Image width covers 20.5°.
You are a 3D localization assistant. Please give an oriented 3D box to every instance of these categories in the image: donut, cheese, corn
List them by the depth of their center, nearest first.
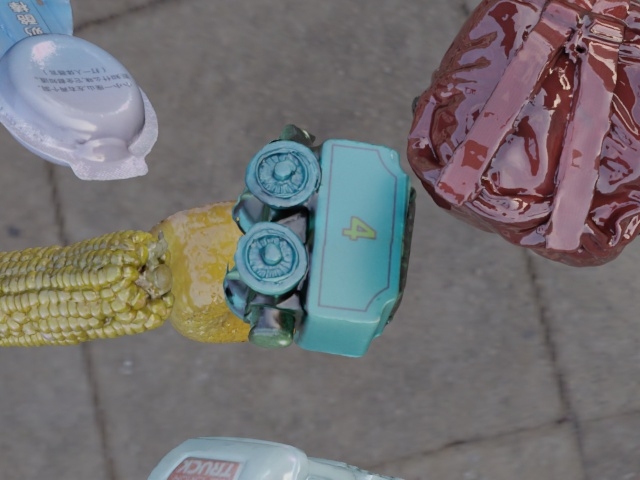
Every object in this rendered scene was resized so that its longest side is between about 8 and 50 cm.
[{"bbox_3d":[-0.208,-0.129,1.377,0.245,0.135,0.052,55,135,34],"label":"cheese"},{"bbox_3d":[-0.263,0.048,1.601,0.291,0.101,0.101,-5,85,24],"label":"corn"},{"bbox_3d":[-0.052,0.032,1.893,0.277,0.277,0.108,-20,72,25],"label":"donut"}]

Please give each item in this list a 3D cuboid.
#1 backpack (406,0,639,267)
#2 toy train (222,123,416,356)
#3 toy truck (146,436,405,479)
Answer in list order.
[{"bbox_3d":[0.180,-0.100,1.360,0.229,0.139,0.229,0,92,11],"label":"backpack"},{"bbox_3d":[0.000,0.000,1.494,0.154,0.107,0.198,10,66,-4],"label":"toy train"},{"bbox_3d":[-0.056,0.254,0.950,0.136,0.162,0.305,-2,64,48],"label":"toy truck"}]
